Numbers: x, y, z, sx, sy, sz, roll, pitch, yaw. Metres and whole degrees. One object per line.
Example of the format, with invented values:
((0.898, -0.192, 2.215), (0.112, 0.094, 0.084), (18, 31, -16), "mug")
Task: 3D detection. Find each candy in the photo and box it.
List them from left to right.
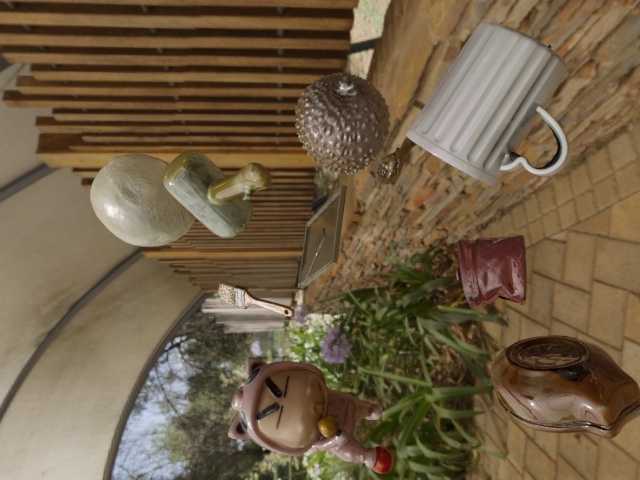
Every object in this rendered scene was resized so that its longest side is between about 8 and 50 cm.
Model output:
((-0.495, -0.106, 1.244), (0.185, 0.296, 0.295), (-95, 6, -59), "candy")

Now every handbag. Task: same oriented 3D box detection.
((0.359, 0.068, 0.920), (0.225, 0.136, 0.146), (22, -117, -65), "handbag")

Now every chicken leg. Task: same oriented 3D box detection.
((0.243, -0.256, 1.347), (0.197, 0.069, 0.085), (-52, -35, -9), "chicken leg")

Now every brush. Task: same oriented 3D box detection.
((-0.118, 0.110, 0.796), (0.014, 0.170, 0.043), (-25, -59, -54), "brush")

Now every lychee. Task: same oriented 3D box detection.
((0.084, -0.451, 1.739), (0.432, 0.381, 0.380), (99, 170, -54), "lychee")

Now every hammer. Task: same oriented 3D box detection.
((-0.176, -0.098, 0.850), (0.306, 0.202, 0.113), (-3, 49, 54), "hammer")

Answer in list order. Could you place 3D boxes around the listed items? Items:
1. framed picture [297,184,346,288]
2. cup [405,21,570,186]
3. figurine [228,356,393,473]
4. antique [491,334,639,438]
((0.000, 0.000, 1.398), (0.335, 0.022, 0.247), (136, 144, -63), "framed picture")
((0.279, -0.197, 0.688), (0.201, 0.221, 0.167), (-61, -2, 21), "cup")
((-0.006, 0.296, 0.773), (0.186, 0.288, 0.176), (-53, 15, 56), "figurine")
((0.475, 0.281, 0.890), (0.128, 0.224, 0.278), (69, 164, -9), "antique")
